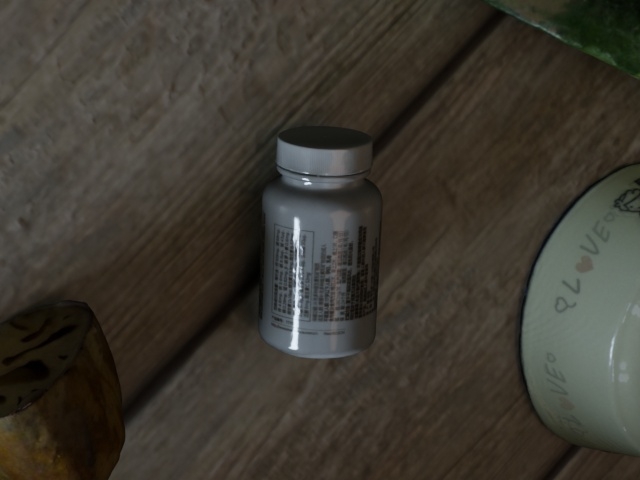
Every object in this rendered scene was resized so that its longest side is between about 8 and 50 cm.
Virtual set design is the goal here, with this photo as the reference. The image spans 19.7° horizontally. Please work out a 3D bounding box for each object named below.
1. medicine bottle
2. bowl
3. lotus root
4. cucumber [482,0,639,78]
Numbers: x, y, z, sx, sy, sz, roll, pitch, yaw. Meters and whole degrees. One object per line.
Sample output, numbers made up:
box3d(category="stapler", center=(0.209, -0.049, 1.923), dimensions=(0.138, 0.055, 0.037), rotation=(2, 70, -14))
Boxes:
box3d(category="medicine bottle", center=(0.000, 0.000, 1.202), dimensions=(0.079, 0.079, 0.140), rotation=(-9, 110, -32))
box3d(category="bowl", center=(0.277, 0.067, 1.387), dimensions=(0.237, 0.126, 0.238), rotation=(-13, 114, -31))
box3d(category="lotus root", center=(-0.182, 0.117, 1.115), dimensions=(0.159, 0.095, 0.135), rotation=(-37, 127, -12))
box3d(category="cucumber", center=(0.185, -0.186, 1.255), dimensions=(0.325, 0.105, 0.145), rotation=(19, 95, -34))
